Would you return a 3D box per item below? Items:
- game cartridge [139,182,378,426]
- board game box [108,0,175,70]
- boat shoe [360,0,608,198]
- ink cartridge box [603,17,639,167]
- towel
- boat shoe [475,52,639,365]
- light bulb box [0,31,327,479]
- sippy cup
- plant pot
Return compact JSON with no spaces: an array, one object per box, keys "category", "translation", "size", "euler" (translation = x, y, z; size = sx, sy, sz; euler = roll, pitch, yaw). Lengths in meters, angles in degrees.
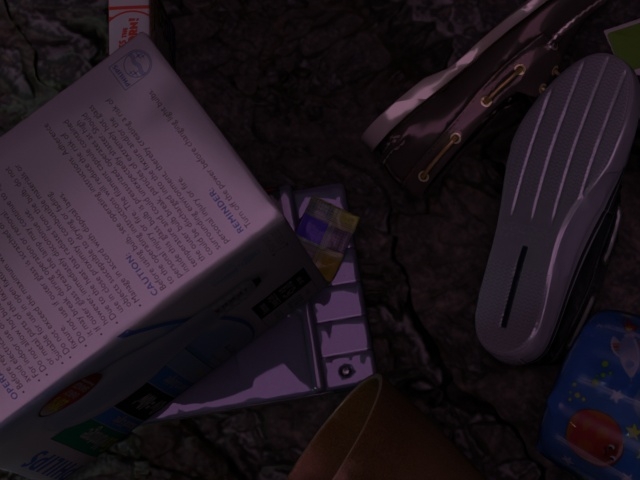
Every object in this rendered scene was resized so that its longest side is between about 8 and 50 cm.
[{"category":"game cartridge","translation":[-0.130,0.072,1.964],"size":[0.355,0.068,0.230],"euler":[-10,83,1]},{"category":"board game box","translation":[-0.185,-0.181,1.943],"size":[0.045,0.193,0.147],"euler":[-2,79,3]},{"category":"boat shoe","translation":[0.196,-0.174,1.962],"size":[0.324,0.116,0.097],"euler":[-38,84,0]},{"category":"ink cartridge box","translation":[0.426,-0.123,1.947],"size":[0.189,0.097,0.255],"euler":[-19,76,0]},{"category":"towel","translation":[0.000,0.000,1.940],"size":[0.060,0.009,0.083],"euler":[26,78,2]},{"category":"boat shoe","translation":[0.255,-0.029,1.926],"size":[0.121,0.119,0.335],"euler":[23,93,35]},{"category":"light bulb box","translation":[-0.217,0.035,1.765],"size":[0.361,0.358,0.225],"euler":[-37,77,-1]},{"category":"sippy cup","translation":[0.347,0.182,1.843],"size":[0.224,0.240,0.305],"euler":[25,41,17]},{"category":"plant pot","translation":[0.093,0.301,1.839],"size":[0.254,0.237,0.237],"euler":[35,83,-5]}]
